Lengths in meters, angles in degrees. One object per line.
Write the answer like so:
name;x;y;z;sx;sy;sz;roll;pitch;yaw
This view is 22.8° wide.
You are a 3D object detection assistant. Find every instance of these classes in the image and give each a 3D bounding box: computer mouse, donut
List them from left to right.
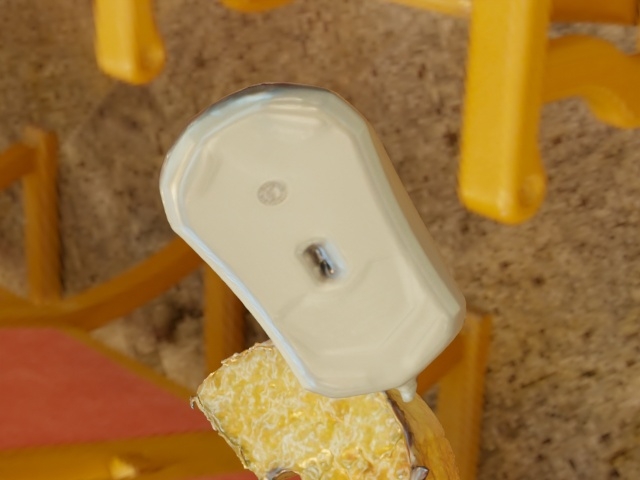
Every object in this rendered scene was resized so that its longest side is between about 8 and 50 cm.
computer mouse;0.000;0.000;0.419;0.110;0.056;0.032;57;-168;-33
donut;0.005;0.138;0.748;0.146;0.078;0.181;-3;79;38
